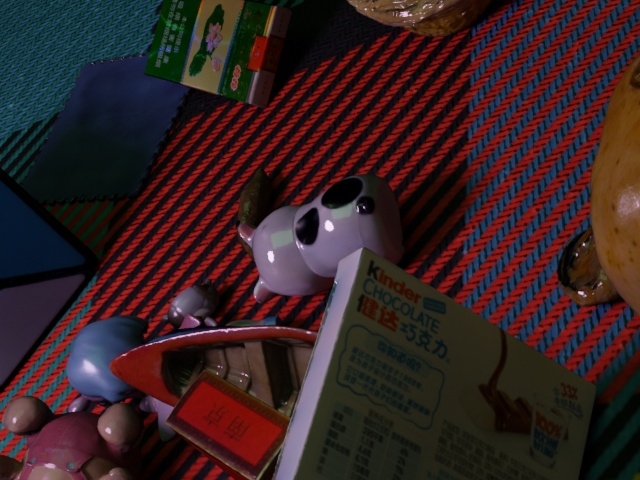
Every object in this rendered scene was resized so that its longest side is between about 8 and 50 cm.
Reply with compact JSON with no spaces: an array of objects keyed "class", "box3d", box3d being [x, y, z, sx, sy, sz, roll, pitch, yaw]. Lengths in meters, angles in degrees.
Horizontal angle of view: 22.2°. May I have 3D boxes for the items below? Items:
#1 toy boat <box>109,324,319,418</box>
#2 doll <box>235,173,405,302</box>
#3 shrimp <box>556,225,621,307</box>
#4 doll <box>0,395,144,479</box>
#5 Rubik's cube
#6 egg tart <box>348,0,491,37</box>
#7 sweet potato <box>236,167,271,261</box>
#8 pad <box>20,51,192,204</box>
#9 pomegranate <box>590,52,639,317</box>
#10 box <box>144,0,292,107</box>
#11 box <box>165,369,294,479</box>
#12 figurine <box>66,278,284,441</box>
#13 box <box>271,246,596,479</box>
[{"class":"toy boat","box3d":[-0.033,0.137,1.640,0.392,0.136,0.079,6,27,30]},{"class":"doll","box3d":[0.007,-0.002,1.771,0.181,0.107,0.110,-25,62,32]},{"class":"shrimp","box3d":[0.327,-0.041,1.548,0.262,0.066,0.117,-41,38,1]},{"class":"doll","box3d":[-0.281,0.294,1.718,0.196,0.152,0.256,-18,47,48]},{"class":"Rubik's cube","box3d":[-0.480,0.024,2.073,0.248,0.250,0.246,23,72,48]},{"class":"egg tart","box3d":[0.141,-0.319,1.959,0.252,0.098,0.232,-5,46,35]},{"class":"sweet potato","box3d":[-0.080,-0.027,1.928,0.041,0.038,0.153,-45,33,39]},{"class":"pad","box3d":[-0.292,-0.160,2.266,0.270,0.012,0.269,-1,54,41]},{"class":"pomegranate","box3d":[0.387,-0.048,1.316,0.332,0.332,0.332,-24,42,24]},{"class":"box","box3d":[-0.138,-0.260,2.148,0.235,0.034,0.132,21,96,45]},{"class":"box","box3d":[-0.012,0.222,1.463,0.153,0.240,0.074,17,69,49]},{"class":"figurine","box3d":[-0.163,0.109,1.823,0.260,0.103,0.205,-12,49,22]},{"class":"box","box3d":[0.101,0.179,1.381,0.048,0.273,0.265,-33,32,52]}]
